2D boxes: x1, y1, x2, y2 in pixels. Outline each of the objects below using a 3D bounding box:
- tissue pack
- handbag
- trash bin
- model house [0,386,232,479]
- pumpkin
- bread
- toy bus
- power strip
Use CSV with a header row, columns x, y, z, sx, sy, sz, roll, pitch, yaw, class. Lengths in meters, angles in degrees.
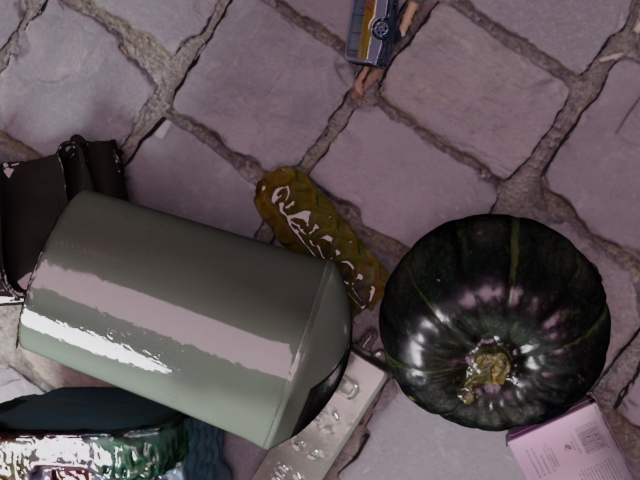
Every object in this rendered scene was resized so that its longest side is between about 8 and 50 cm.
x,y,z,sx,sy,sz,roll,pitch,yaw,class
0.391,0.368,1.443,0.149,0.092,0.246,-27,89,9,tissue pack
-0.442,-0.029,1.562,0.285,0.113,0.257,-9,86,11,handbag
-0.169,0.110,1.369,0.432,0.280,0.280,19,97,0,trash bin
-0.335,0.411,1.475,0.360,0.297,0.339,-3,96,12,model house
0.245,0.117,1.378,0.323,0.241,0.323,3,110,8,pumpkin
0.001,-0.001,1.493,0.087,0.098,0.269,-38,86,-32,bread
0.085,-0.357,1.470,0.075,0.064,0.190,8,95,22,toy bus
0.002,0.286,1.525,0.098,0.058,0.338,32,98,7,power strip
